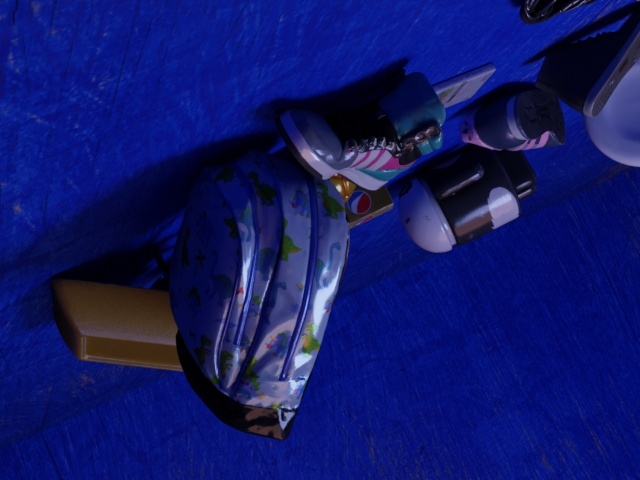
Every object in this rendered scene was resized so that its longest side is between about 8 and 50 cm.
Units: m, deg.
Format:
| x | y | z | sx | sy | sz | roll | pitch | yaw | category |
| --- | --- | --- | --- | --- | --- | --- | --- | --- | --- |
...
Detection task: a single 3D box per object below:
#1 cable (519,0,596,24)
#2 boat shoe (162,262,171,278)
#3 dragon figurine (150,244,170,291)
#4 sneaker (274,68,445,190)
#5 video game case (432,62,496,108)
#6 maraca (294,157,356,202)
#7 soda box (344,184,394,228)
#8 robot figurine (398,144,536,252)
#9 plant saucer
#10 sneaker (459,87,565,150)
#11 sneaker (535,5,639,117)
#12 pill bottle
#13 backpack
| x | y | z | sx | sy | sz | roll | pitch | yaw | category |
| --- | --- | --- | --- | --- | --- | --- | --- | --- | --- |
| 0.332 | -0.337 | 1.695 | 0.184 | 0.047 | 0.150 | -24 | 176 | -27 | cable |
| -0.159 | 0.036 | 2.207 | 0.306 | 0.105 | 0.113 | -32 | 169 | 35 | boat shoe |
| -0.235 | 0.058 | 2.083 | 0.144 | 0.085 | 0.289 | 1 | 156 | 9 | dragon figurine |
| 0.075 | -0.158 | 1.723 | 0.178 | 0.124 | 0.295 | -36 | 161 | 20 | sneaker |
| 0.184 | -0.223 | 1.989 | 0.166 | 0.015 | 0.119 | -23 | 171 | -19 | video game case |
| 0.016 | -0.111 | 1.916 | 0.186 | 0.099 | 0.127 | -51 | 162 | 3 | maraca |
| 0.045 | -0.053 | 2.408 | 0.181 | 0.061 | 0.058 | -25 | 172 | -4 | soda box |
| 0.291 | -0.091 | 2.554 | 0.278 | 0.209 | 0.173 | -27 | -147 | 2 | robot figurine |
| -0.283 | 0.155 | 2.116 | 0.332 | 0.081 | 0.333 | 7 | 164 | -9 | plant saucer |
| 0.351 | -0.215 | 2.295 | 0.131 | 0.112 | 0.319 | -12 | 175 | 27 | sneaker |
| 0.448 | -0.315 | 2.061 | 0.222 | 0.118 | 0.083 | -52 | 156 | -14 | sneaker |
| 0.658 | -0.254 | 2.450 | 0.229 | 0.229 | 0.407 | -30 | 171 | 23 | pill bottle |
| -0.090 | 0.048 | 1.790 | 0.273 | 0.290 | 0.355 | 21 | 112 | -30 | backpack |
